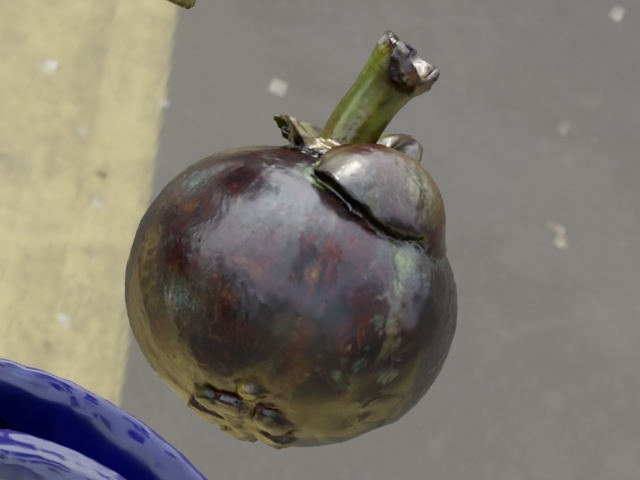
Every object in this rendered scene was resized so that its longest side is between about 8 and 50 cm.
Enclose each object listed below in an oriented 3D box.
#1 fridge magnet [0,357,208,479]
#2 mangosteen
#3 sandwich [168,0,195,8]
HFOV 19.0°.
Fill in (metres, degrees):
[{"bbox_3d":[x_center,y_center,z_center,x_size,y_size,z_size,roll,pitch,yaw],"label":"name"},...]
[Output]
[{"bbox_3d":[-0.118,0.159,0.557,0.265,0.113,0.265,8,72,-24],"label":"fridge magnet"},{"bbox_3d":[0.000,0.000,1.291,0.231,0.289,0.231,27,-7,4],"label":"mangosteen"},{"bbox_3d":[-0.110,-0.254,1.267,0.128,0.122,0.235,33,12,-24],"label":"sandwich"}]
